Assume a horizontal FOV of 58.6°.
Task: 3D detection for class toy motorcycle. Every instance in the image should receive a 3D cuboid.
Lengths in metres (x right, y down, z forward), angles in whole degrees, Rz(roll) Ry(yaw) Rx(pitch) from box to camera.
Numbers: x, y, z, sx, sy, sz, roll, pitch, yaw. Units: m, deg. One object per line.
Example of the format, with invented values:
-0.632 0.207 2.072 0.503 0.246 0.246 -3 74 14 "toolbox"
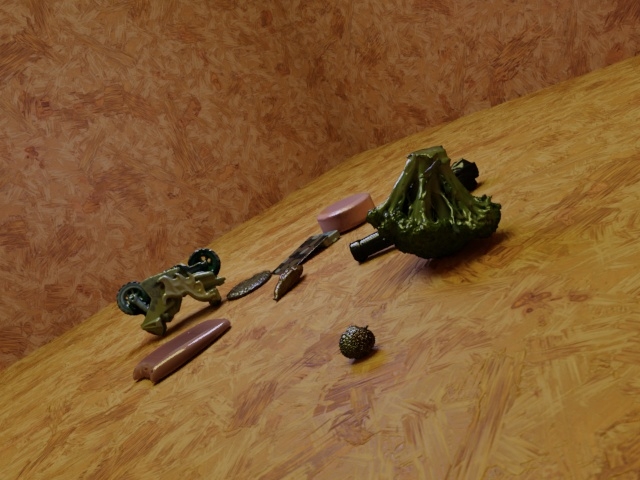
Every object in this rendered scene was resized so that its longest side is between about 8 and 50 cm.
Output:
-0.545 0.201 2.145 0.409 0.237 0.169 -27 -2 -8 "toy motorcycle"

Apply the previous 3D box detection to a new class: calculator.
-0.428 0.330 1.793 0.329 0.048 0.220 -34 12 -37 "calculator"

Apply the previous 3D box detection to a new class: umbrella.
0.409 -0.154 1.901 0.340 0.118 0.118 -41 17 -29 "umbrella"

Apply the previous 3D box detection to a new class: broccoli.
0.285 -0.088 1.443 0.321 0.284 0.303 -18 22 -27 "broccoli"

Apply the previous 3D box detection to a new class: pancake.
-0.275 0.170 2.185 0.199 0.021 0.199 -27 12 6 "pancake"

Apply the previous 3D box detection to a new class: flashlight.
0.197 -0.009 1.754 0.231 0.093 0.093 -24 12 19 "flashlight"

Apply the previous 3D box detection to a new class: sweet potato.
-0.110 0.133 1.897 0.206 0.059 0.068 -54 -11 -44 "sweet potato"

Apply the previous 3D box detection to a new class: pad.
-0.082 0.055 2.194 0.235 0.003 0.158 -43 18 -22 "pad"

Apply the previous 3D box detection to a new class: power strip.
0.000 0.000 2.264 0.081 0.035 0.192 -38 15 -32 "power strip"

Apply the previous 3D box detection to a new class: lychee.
0.075 0.205 1.167 0.083 0.068 0.067 -50 -12 -16 "lychee"

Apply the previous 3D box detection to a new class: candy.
0.109 -0.113 2.336 0.255 0.095 0.255 -25 11 5 "candy"
